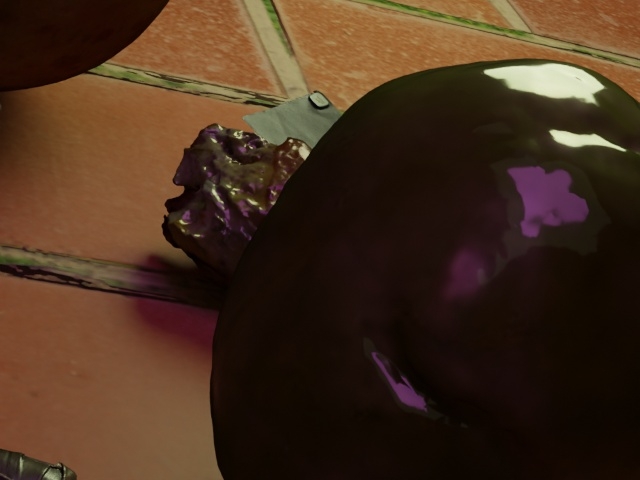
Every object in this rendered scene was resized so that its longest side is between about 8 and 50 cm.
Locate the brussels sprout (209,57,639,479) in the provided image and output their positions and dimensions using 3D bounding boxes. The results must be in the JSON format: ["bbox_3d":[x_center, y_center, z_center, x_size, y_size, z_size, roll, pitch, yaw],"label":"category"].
[{"bbox_3d":[0.086,0.045,0.765,0.242,0.274,0.316,26,28,29],"label":"brussels sprout"}]

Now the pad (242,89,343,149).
[{"bbox_3d":[0.036,-0.039,1.140,0.193,0.004,0.116,46,33,13],"label":"pad"}]

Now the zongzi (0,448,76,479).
[{"bbox_3d":[-0.160,0.133,0.705,0.076,0.040,0.083,14,43,4],"label":"zongzi"}]

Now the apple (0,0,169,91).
[{"bbox_3d":[-0.252,-0.302,1.070,0.400,0.400,0.333,30,19,20],"label":"apple"}]

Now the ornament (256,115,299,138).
[{"bbox_3d":[-0.003,-0.060,1.173,0.092,0.041,0.068,6,34,-46],"label":"ornament"}]

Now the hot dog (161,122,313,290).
[{"bbox_3d":[0.000,0.000,1.000,0.213,0.103,0.146,12,47,5],"label":"hot dog"}]
